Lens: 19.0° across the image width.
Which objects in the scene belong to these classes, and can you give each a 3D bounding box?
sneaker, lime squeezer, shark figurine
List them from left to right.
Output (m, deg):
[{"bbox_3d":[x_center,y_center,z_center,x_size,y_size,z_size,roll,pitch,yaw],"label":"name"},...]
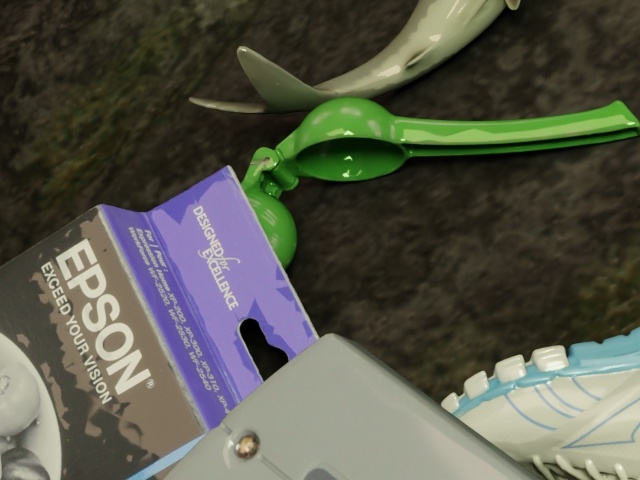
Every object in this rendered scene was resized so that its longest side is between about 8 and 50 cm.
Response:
[{"bbox_3d":[0.000,0.000,0.935,0.310,0.059,0.110,-36,79,3],"label":"lime squeezer"},{"bbox_3d":[0.063,-0.157,0.984,0.278,0.166,0.116,-60,22,7],"label":"shark figurine"},{"bbox_3d":[0.128,0.082,0.782,0.190,0.071,0.083,-23,56,17],"label":"sneaker"}]

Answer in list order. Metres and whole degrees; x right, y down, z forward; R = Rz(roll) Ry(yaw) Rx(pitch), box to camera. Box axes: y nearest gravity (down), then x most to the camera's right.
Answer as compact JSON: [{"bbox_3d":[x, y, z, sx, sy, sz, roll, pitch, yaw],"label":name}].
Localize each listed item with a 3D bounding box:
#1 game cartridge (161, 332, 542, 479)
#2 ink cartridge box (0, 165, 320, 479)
[{"bbox_3d":[-0.024,0.194,0.763,0.196,0.060,0.294,36,91,29],"label":"game cartridge"},{"bbox_3d":[-0.092,0.093,0.882,0.208,0.045,0.206,-32,68,8],"label":"ink cartridge box"}]
